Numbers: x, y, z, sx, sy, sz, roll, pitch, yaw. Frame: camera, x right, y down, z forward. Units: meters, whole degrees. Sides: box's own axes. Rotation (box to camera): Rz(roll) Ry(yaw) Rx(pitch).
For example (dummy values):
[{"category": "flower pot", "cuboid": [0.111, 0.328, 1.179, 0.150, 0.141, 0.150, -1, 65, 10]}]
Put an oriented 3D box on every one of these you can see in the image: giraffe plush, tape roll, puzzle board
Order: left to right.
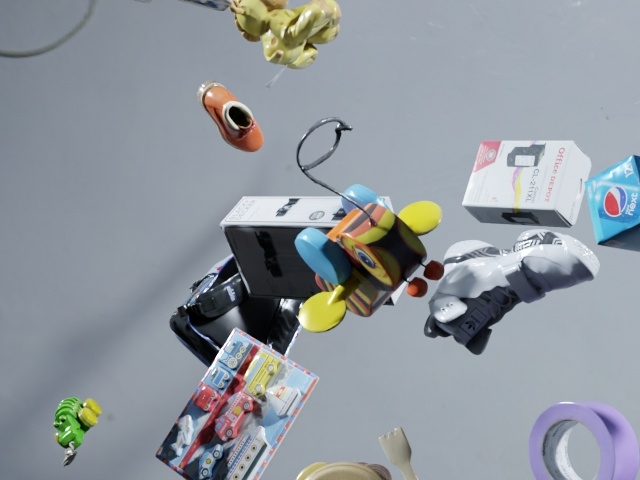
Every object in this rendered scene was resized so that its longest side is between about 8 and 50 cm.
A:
[{"category": "puzzle board", "cuboid": [-0.071, 0.146, 0.816, 0.096, 0.011, 0.128, 26, 80, 33]}, {"category": "giraffe plush", "cuboid": [-0.085, -0.428, 1.933, 0.210, 0.181, 0.170, -42, 80, -9]}, {"category": "tape roll", "cuboid": [0.481, 0.390, 1.811, 0.189, 0.080, 0.189, -6, 82, 49]}]

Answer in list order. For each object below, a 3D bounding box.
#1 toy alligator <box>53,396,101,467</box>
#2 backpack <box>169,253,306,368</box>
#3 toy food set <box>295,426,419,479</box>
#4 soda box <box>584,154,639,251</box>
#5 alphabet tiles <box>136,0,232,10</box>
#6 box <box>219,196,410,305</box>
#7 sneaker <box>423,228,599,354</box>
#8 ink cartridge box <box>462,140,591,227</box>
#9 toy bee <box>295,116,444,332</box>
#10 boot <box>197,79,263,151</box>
[{"category": "toy alligator", "cuboid": [-0.342, 0.251, 1.346, 0.056, 0.189, 0.051, -43, 100, 4]}, {"category": "backpack", "cuboid": [-0.160, 0.156, 2.071, 0.276, 0.263, 0.213, 47, 149, -17]}, {"category": "toy food set", "cuboid": [0.025, 0.288, 1.023, 0.192, 0.038, 0.132, -27, 67, 6]}, {"category": "soda box", "cuboid": [0.370, -0.026, 1.006, 0.067, 0.210, 0.071, -34, 56, 49]}, {"category": "alphabet tiles", "cuboid": [-0.197, -0.221, 0.722, 0.284, 0.278, 0.021, 12, 93, -13]}, {"category": "box", "cuboid": [-0.008, 0.014, 1.669, 0.290, 0.087, 0.169, 0, 127, 31]}, {"category": "sneaker", "cuboid": [0.346, 0.104, 1.861, 0.137, 0.210, 0.366, 43, 153, -27]}, {"category": "ink cartridge box", "cuboid": [0.339, -0.095, 1.626, 0.175, 0.072, 0.127, 4, 68, 41]}, {"category": "toy bee", "cuboid": [0.050, 0.023, 1.048, 0.162, 0.298, 0.195, 40, 92, 22]}, {"category": "boot", "cuboid": [-0.127, -0.180, 1.559, 0.059, 0.158, 0.084, -49, 49, -5]}]
